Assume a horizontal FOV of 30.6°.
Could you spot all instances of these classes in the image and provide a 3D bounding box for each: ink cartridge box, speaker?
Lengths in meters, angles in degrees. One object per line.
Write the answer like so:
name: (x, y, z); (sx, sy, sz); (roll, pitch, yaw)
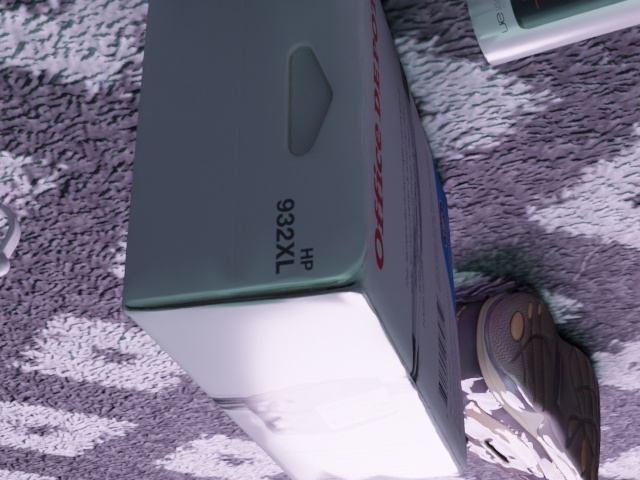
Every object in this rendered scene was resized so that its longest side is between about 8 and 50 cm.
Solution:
ink cartridge box: (0.000, 0.000, 0.723); (0.129, 0.223, 0.307); (-7, 151, 13)
speaker: (0.151, -0.140, 0.644); (0.136, 0.055, 0.055); (-13, 150, 22)

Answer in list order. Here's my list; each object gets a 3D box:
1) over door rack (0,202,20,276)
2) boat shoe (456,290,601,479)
over door rack: (-0.395, -0.030, 0.781); (0.324, 0.108, 0.239); (-3, 151, 4)
boat shoe: (0.188, 0.156, 1.149); (0.130, 0.132, 0.355); (-4, 145, 27)
